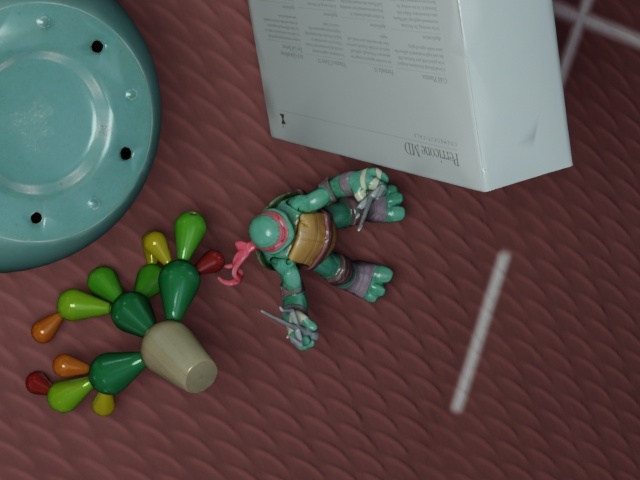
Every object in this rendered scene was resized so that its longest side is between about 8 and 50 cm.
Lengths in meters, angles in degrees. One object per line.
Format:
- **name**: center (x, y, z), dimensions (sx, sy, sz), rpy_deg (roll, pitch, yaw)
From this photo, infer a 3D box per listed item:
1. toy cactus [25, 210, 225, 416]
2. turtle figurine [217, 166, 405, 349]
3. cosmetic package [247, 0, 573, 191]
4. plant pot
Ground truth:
- **toy cactus**: center (-0.153, 0.084, 1.438), dimensions (0.219, 0.180, 0.112), rpy_deg (-45, 137, -9)
- **turtle figurine**: center (0.000, 0.000, 1.499), dimensions (0.175, 0.118, 0.234), rpy_deg (-63, 158, 13)
- **cosmetic package**: center (0.053, -0.210, 1.371), dimensions (0.097, 0.377, 0.284), rpy_deg (-15, 107, -25)
- **plant pot**: center (-0.261, -0.104, 1.302), dimensions (0.293, 0.235, 0.293), rpy_deg (-6, 103, -28)
